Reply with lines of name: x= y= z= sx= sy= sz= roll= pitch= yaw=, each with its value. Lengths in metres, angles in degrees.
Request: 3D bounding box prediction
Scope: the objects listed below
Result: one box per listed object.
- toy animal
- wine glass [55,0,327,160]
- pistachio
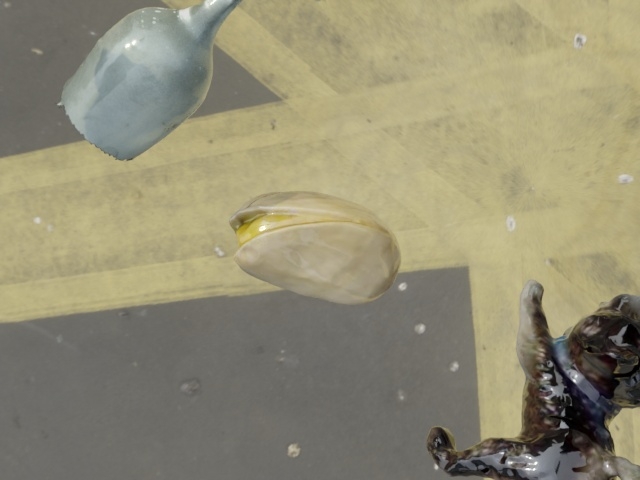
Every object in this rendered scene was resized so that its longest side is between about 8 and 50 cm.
toy animal: x=0.355 y=0.219 z=0.980 sx=0.194 sy=0.303 sz=0.344 roll=41 pitch=72 yaw=-26
wine glass: x=-0.150 y=-0.228 z=0.848 sx=0.321 sy=0.143 sz=0.143 roll=-35 pitch=84 yaw=15
pistachio: x=0.000 y=0.000 z=0.815 sx=0.145 sy=0.200 sz=0.117 roll=-35 pitch=44 yaw=42
